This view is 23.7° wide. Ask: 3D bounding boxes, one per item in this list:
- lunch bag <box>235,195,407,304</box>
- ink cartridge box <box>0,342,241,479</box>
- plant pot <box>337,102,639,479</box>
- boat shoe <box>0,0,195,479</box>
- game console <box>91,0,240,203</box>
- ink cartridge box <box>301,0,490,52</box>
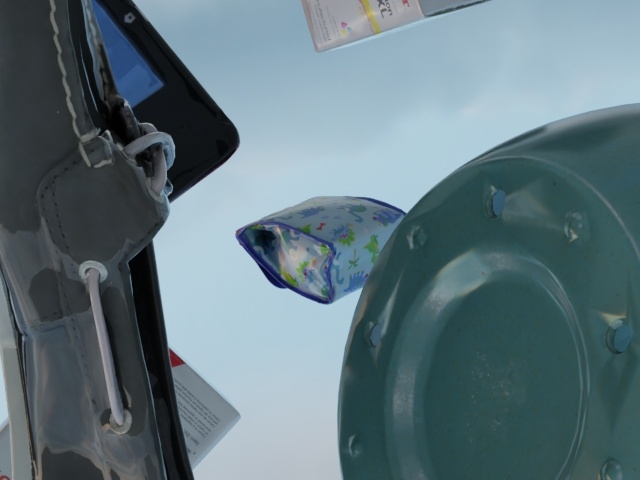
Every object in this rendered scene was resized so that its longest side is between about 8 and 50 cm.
[{"bbox_3d":[0.000,0.000,1.699,0.151,0.096,0.129,25,-147,37],"label":"lunch bag"},{"bbox_3d":[-0.260,0.236,1.809,0.273,0.197,0.114,-47,-173,-5],"label":"ink cartridge box"},{"bbox_3d":[0.150,0.075,0.621,0.235,0.293,0.293,10,-161,-33],"label":"plant pot"},{"bbox_3d":[-0.085,0.033,0.634,0.095,0.335,0.112,-1,-164,1],"label":"boat shoe"},{"bbox_3d":[-0.329,-0.148,1.659,0.342,0.386,0.060,-38,172,-5],"label":"game console"},{"bbox_3d":[0.048,-0.226,1.188,0.072,0.127,0.175,-19,-174,-27],"label":"ink cartridge box"}]
